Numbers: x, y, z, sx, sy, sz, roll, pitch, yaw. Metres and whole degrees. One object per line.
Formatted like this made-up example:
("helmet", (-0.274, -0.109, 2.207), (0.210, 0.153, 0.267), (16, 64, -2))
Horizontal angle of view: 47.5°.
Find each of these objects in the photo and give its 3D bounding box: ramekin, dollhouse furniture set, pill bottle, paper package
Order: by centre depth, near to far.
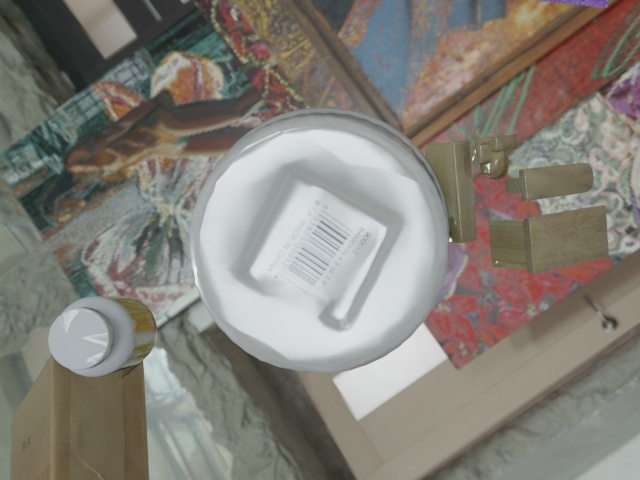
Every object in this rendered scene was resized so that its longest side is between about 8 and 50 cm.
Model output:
("ramekin", (0.000, 0.000, 0.739), (0.277, 0.277, 0.135), (55, -174, -3))
("dollhouse furniture set", (0.219, -0.047, 0.823), (0.151, 0.123, 0.144), (3, 100, 58))
("pill bottle", (-0.285, 0.124, 0.956), (0.103, 0.103, 0.184), (55, 178, 5))
("paper package", (-0.444, 0.403, 1.316), (0.168, 0.325, 0.309), (10, -127, -32))

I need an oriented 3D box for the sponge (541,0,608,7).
("sponge", (0.410, -0.466, 1.297), (0.210, 0.117, 0.031), (13, 138, 17))
